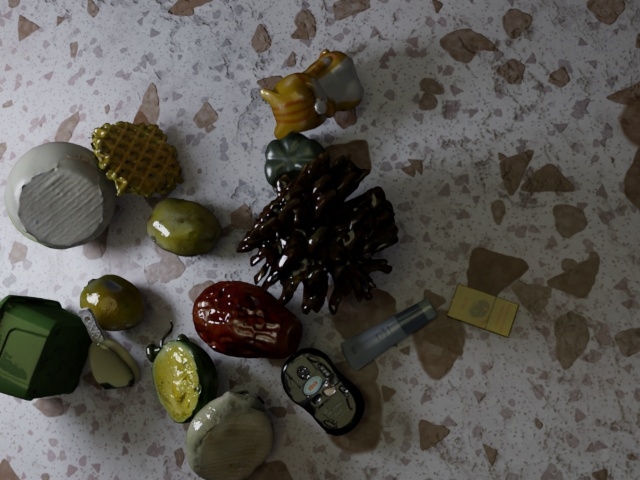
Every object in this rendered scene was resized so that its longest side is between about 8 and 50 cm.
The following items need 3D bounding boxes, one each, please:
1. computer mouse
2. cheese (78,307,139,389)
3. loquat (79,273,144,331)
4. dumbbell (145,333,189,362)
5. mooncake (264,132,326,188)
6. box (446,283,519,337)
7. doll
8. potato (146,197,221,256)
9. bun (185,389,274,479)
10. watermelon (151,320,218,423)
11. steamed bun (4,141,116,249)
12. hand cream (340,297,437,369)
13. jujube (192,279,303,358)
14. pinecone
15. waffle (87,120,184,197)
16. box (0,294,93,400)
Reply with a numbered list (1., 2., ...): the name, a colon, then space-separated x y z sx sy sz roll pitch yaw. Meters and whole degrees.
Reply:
1. computer mouse: 0.007 0.372 1.734 0.137 0.096 0.233 -43 75 8
2. cheese: -0.574 0.283 1.858 0.127 0.054 0.252 -10 116 13
3. loquat: -0.559 0.173 1.900 0.195 0.152 0.152 37 90 12
4. dumbbell: -0.411 0.290 1.890 0.118 0.046 0.052 -18 69 11
5. mooncake: -0.068 -0.204 1.874 0.175 0.104 0.168 -37 77 8
6. box: 0.394 0.170 1.709 0.155 0.023 0.087 19 87 18
7. doll: -0.011 -0.386 1.832 0.162 0.269 0.167 -1 119 50
8. potato: -0.369 -0.034 1.899 0.200 0.137 0.155 25 85 20
9. bun: -0.228 0.473 1.721 0.141 0.239 0.239 28 86 46
10. watermelon: -0.337 0.352 1.806 0.232 0.127 0.204 50 124 35
11. steamed bun: -0.719 -0.139 1.960 0.309 0.309 0.309 -3 78 15
12. hand cream: 0.169 0.229 1.746 0.255 0.048 0.079 -32 67 9
13. jujube: -0.187 0.207 1.765 0.290 0.197 0.197 16 83 24
14. pinecone: 0.000 0.000 1.678 0.397 0.398 0.398 -3 78 15
15. waffle: -0.504 -0.229 1.942 0.052 0.254 0.245 -41 69 43
16. box: -0.735 0.287 1.845 0.177 0.329 0.253 17 85 6
